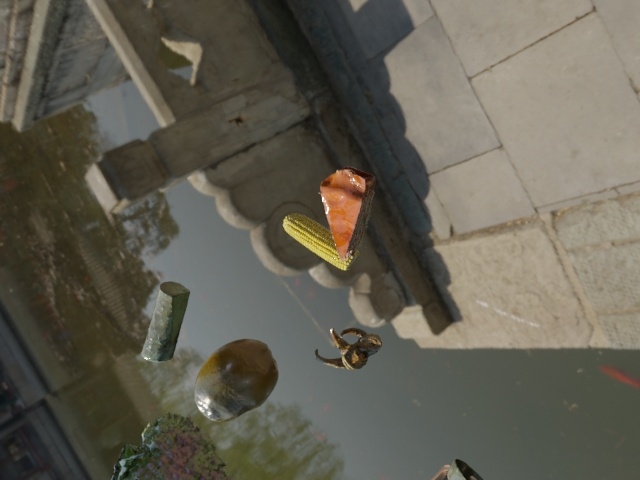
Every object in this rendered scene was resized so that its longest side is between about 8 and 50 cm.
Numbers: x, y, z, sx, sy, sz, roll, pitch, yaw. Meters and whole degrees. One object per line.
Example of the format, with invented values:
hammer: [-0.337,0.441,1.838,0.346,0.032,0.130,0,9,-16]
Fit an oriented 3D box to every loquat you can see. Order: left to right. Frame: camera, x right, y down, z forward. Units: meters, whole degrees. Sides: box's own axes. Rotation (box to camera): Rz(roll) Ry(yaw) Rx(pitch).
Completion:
loquat: [-0.210,0.346,1.563,0.179,0.227,0.179,56,177,4]

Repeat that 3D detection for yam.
yam: [-0.321,0.173,1.316,0.068,0.068,0.169,33,111,37]

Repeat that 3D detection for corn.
corn: [0.000,0.000,1.852,0.248,0.081,0.081,33,143,18]

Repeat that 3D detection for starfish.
starfish: [0.064,0.273,1.595,0.074,0.146,0.190,60,159,-18]

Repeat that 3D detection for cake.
cake: [0.067,-0.068,1.656,0.135,0.098,0.287,12,127,14]

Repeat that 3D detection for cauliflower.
cauliflower: [-0.275,0.482,1.273,0.256,0.239,0.315,58,-176,32]

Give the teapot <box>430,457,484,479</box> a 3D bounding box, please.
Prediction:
teapot: [0.360,0.850,1.938,0.253,0.344,0.300,43,-173,-12]
